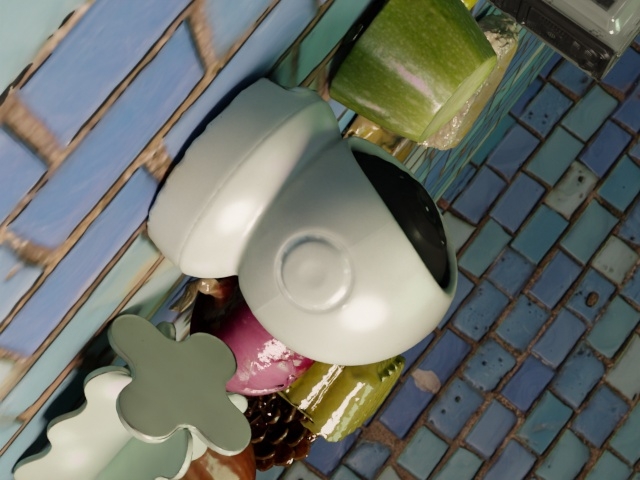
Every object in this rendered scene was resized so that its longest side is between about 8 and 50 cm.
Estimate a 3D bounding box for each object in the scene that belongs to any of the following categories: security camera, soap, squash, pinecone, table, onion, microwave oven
[{"bbox_3d":[0.000,0.000,0.840,0.194,0.236,0.194,-48,170,-11],"label":"security camera"},{"bbox_3d":[0.029,-0.057,1.300,0.233,0.076,0.135,-56,172,7],"label":"soap"},{"bbox_3d":[0.094,-0.181,1.027,0.170,0.123,0.170,-45,172,-8],"label":"squash"},{"bbox_3d":[-0.095,0.284,1.731,0.208,0.208,0.208,-51,172,-10],"label":"pinecone"},{"bbox_3d":[-0.182,0.189,0.969,0.198,0.166,0.166,-48,175,31],"label":"table"},{"bbox_3d":[-0.065,0.082,1.114,0.177,0.153,0.177,-25,-164,7],"label":"onion"},{"bbox_3d":[0.338,-0.331,1.373,0.122,0.208,0.162,-52,172,0],"label":"microwave oven"}]

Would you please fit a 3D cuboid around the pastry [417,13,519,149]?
[{"bbox_3d":[0.219,-0.237,1.584,0.121,0.089,0.258,-19,145,-53],"label":"pastry"}]

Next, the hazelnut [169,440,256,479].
[{"bbox_3d":[-0.189,0.284,1.268,0.210,0.210,0.186,-50,-165,-18],"label":"hazelnut"}]

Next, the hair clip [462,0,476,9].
[{"bbox_3d":[0.175,-0.304,1.167,0.072,0.046,0.173,-46,172,-17],"label":"hair clip"}]

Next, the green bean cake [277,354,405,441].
[{"bbox_3d":[-0.013,0.132,1.316,0.124,0.236,0.233,-54,170,7],"label":"green bean cake"}]
